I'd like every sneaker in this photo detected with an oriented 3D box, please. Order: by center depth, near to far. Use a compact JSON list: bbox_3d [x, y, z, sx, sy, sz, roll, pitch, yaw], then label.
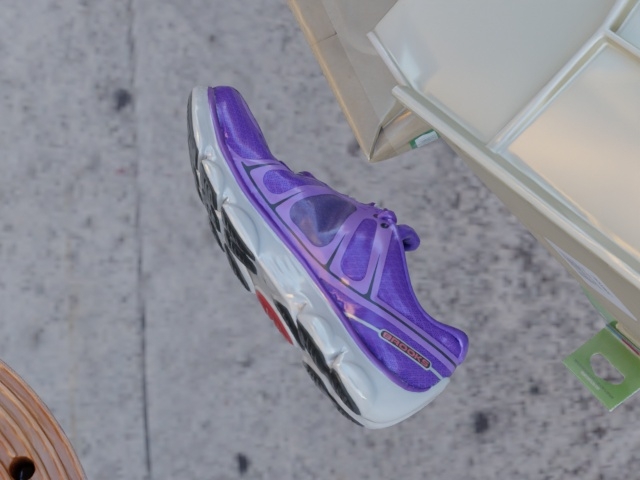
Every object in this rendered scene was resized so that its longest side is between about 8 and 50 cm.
[{"bbox_3d":[0.000,0.000,0.651,0.170,0.071,0.068,54,166,17],"label":"sneaker"}]

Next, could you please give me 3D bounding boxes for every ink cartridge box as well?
[{"bbox_3d":[0.302,0.046,1.369,0.209,0.062,0.109,-39,27,0],"label":"ink cartridge box"}]

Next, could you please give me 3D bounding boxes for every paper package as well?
[{"bbox_3d":[0.063,-0.253,1.539,0.168,0.325,0.309,-27,96,6],"label":"paper package"}]

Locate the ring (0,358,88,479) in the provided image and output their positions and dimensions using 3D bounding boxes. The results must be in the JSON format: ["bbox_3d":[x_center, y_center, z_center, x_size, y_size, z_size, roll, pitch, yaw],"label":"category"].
[{"bbox_3d":[-0.279,0.193,0.812,0.336,0.032,0.336,0,72,-1],"label":"ring"}]

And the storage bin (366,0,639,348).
[{"bbox_3d":[0.180,0.003,0.582,0.123,0.262,0.260,-49,53,3],"label":"storage bin"}]
